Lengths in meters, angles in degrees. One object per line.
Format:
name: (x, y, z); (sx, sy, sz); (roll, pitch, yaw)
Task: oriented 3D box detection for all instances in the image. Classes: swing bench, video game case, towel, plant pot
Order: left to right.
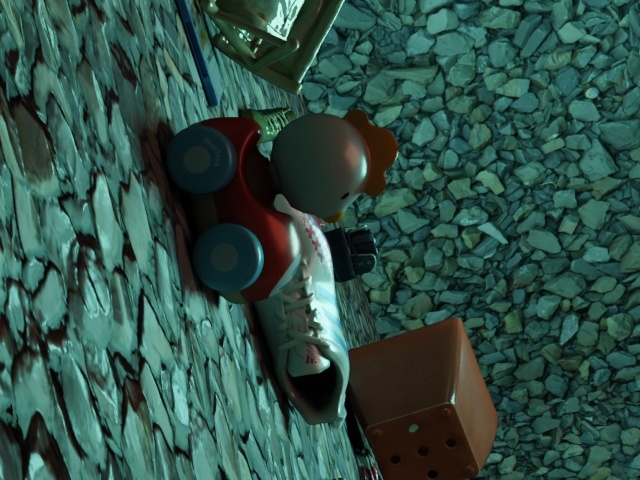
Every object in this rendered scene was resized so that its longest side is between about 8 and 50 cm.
video game case: (-0.170, -0.280, 1.814); (0.119, 0.015, 0.166); (-90, 164, -71)
swing bench: (-0.049, -0.392, 1.950); (0.253, 0.165, 0.255); (-63, 177, -8)
towel: (0.134, 0.583, 2.465); (0.237, 0.037, 0.329); (68, 8, -60)
plant pot: (0.197, 0.353, 2.532); (0.236, 0.267, 0.267); (-86, 156, -64)

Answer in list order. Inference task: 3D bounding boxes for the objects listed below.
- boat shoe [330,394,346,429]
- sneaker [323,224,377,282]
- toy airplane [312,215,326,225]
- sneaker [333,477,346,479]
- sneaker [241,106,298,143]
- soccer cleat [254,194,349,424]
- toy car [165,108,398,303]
boat shoe: (0.026, 0.288, 2.198); (0.100, 0.035, 0.035); (-105, -155, -62)
sneaker: (0.000, -0.001, 2.027); (0.226, 0.163, 0.086); (65, 12, -56)
toy airplane: (-0.058, -0.065, 2.087); (0.151, 0.028, 0.151); (39, 0, 0)
sneaker: (0.049, 0.395, 2.018); (0.109, 0.043, 0.040); (62, 15, -62)
sneaker: (-0.080, -0.201, 2.181); (0.192, 0.086, 0.064); (-29, 103, -85)
soccer cleat: (-0.027, 0.090, 1.668); (0.143, 0.116, 0.331); (-97, 171, -64)
toy car: (-0.024, -0.054, 1.422); (0.219, 0.238, 0.210); (12, 62, -84)
